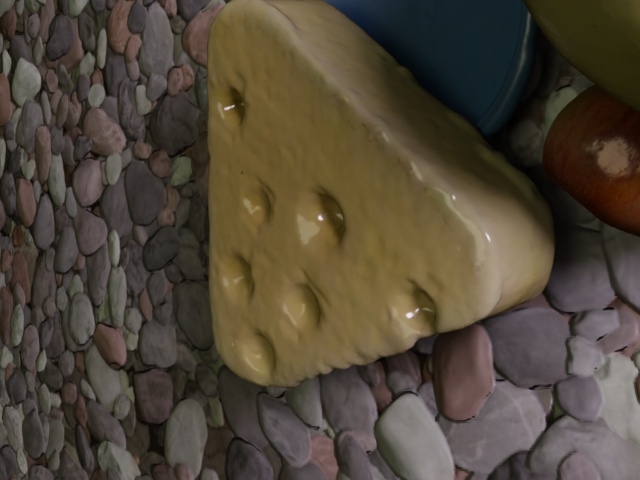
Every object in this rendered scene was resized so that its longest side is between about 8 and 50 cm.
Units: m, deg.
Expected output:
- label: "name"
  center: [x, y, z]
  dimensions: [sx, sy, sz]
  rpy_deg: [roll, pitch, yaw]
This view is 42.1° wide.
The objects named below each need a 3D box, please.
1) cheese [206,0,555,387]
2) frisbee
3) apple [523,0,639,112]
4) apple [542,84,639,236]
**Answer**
- label: "cheese"
  center: [0.001, 0.001, 0.787]
  dimensions: [0.383, 0.104, 0.384]
  rpy_deg: [14, 110, 45]
- label: "frisbee"
  center: [0.085, -0.207, 0.752]
  dimensions: [0.289, 0.049, 0.290]
  rpy_deg: [17, 114, 45]
- label: "apple"
  center: [0.236, -0.189, 0.455]
  dimensions: [0.233, 0.295, 0.258]
  rpy_deg: [106, 160, -46]
- label: "apple"
  center: [0.220, -0.060, 0.577]
  dimensions: [0.126, 0.126, 0.102]
  rpy_deg: [44, 108, 35]
